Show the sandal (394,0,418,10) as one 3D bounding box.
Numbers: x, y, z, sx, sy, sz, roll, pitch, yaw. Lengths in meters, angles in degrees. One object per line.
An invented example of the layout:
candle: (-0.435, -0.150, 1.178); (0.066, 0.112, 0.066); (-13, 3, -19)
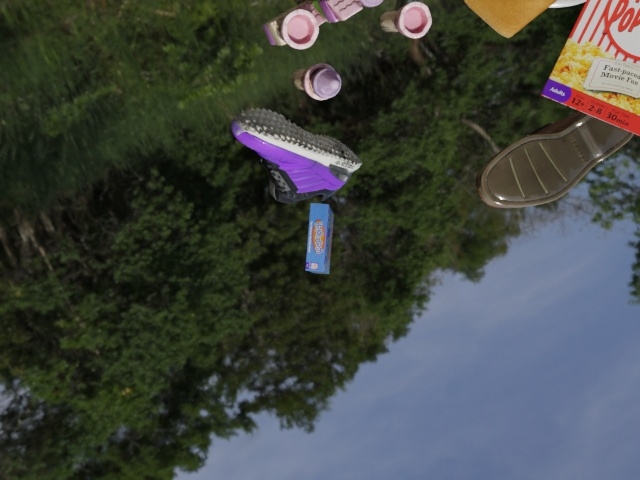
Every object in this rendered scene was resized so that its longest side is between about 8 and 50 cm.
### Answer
sandal: (0.181, -0.603, 1.570); (0.086, 0.302, 0.120); (-1, -136, -5)

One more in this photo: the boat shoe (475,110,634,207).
boat shoe: (0.374, -0.131, 1.163); (0.307, 0.110, 0.104); (-25, -176, -17)

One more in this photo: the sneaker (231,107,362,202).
sneaker: (-0.060, -0.137, 1.311); (0.293, 0.102, 0.146); (16, 122, -43)

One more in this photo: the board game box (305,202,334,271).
board game box: (0.000, 0.000, 1.734); (0.047, 0.160, 0.210); (4, 177, 4)

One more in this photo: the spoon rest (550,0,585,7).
spoon rest: (0.460, -0.565, 1.560); (0.277, 0.137, 0.084); (8, 160, -7)

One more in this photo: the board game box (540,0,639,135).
board game box: (0.361, -0.226, 0.796); (0.147, 0.193, 0.045); (27, -162, 16)

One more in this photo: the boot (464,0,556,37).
boot: (0.260, -0.282, 0.711); (0.104, 0.295, 0.211); (-25, 159, -43)

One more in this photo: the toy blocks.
toy blocks: (0.032, -0.436, 1.233); (0.289, 0.308, 0.260); (-35, -156, -8)
